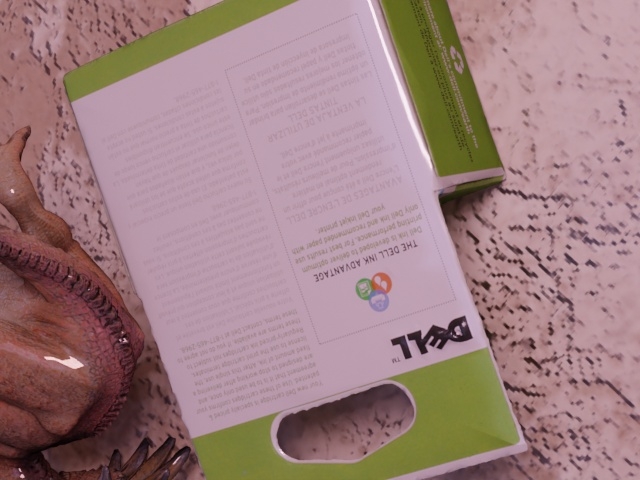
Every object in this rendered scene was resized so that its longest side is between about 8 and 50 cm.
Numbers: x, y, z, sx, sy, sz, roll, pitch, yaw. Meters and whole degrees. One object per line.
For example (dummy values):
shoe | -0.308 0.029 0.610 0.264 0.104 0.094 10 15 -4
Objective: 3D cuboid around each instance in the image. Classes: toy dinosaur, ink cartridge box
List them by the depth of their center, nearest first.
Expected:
ink cartridge box | 0.000 0.000 0.861 0.189 0.097 0.255 -20 88 28
toy dinosaur | -0.146 0.073 0.891 0.200 0.127 0.295 48 149 12
